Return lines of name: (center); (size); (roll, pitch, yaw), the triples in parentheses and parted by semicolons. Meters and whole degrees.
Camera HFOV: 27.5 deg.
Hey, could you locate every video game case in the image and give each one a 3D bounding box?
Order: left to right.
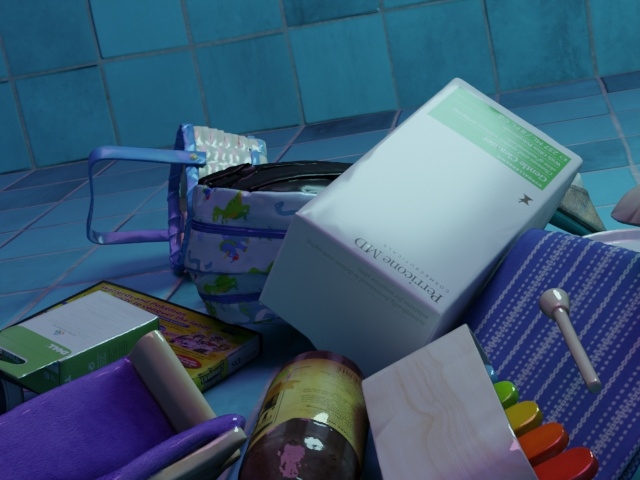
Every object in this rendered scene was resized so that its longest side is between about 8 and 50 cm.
video game case: (-0.253, 0.138, 1.643); (0.275, 0.035, 0.248); (16, 27, 30)

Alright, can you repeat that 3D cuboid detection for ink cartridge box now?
ink cartridge box: (-0.299, 0.132, 1.525); (0.109, 0.062, 0.209); (21, 29, 36)

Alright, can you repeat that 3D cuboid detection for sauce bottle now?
sauce bottle: (-0.016, 0.203, 1.188); (0.111, 0.111, 0.344); (-9, 13, 8)

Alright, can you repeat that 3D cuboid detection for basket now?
basket: (-0.231, -0.070, 2.109); (0.289, 0.201, 0.255); (2, -30, -9)

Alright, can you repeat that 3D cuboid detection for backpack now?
backpack: (0.000, 0.000, 1.708); (0.355, 0.273, 0.290); (17, 4, -30)

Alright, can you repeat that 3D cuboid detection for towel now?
towel: (0.234, 0.110, 1.253); (0.243, 0.040, 0.336); (-54, 26, -8)

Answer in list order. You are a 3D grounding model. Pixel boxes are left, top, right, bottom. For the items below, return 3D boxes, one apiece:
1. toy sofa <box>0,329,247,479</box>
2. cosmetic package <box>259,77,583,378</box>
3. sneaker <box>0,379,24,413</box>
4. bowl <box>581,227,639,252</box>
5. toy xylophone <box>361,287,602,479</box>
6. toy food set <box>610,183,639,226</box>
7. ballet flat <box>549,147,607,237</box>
toy sofa: (-0.249, 0.208, 1.127); (0.362, 0.150, 0.177); (-24, -20, -39)
cosmetic package: (0.121, -0.012, 1.481); (0.197, 0.155, 0.365); (35, 43, 12)
sneaker: (-0.494, 0.184, 1.682); (0.163, 0.086, 0.226); (-15, 16, -27)
bowl: (0.327, 0.070, 1.403); (0.298, 0.134, 0.298); (-10, 14, 3)
toy xylophone: (0.139, 0.161, 1.134); (0.236, 0.081, 0.323); (-27, 20, 14)
toy food set: (0.442, 0.046, 1.207); (0.306, 0.092, 0.220); (28, -7, -30)
ballet flat: (0.286, -0.098, 1.824); (0.316, 0.106, 0.107); (23, -1, -23)
